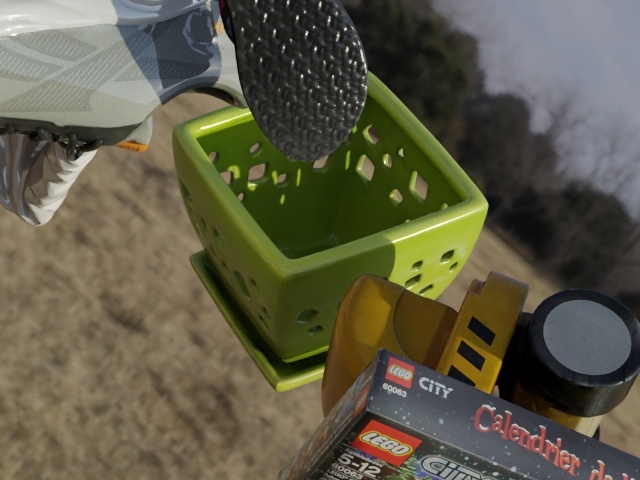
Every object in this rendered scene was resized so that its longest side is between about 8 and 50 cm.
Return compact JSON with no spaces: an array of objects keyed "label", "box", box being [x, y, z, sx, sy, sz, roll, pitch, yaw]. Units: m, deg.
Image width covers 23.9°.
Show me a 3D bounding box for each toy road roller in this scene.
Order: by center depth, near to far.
[{"label":"toy road roller","box":[0.095,0.172,1.204,0.240,0.329,0.202,21,-35,9]}]

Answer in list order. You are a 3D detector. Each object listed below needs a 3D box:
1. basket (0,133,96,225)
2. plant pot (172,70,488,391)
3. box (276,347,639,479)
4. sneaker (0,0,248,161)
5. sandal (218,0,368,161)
[{"label":"basket","box":[-0.240,-0.229,1.080,0.328,0.266,0.331,37,-20,-8]},{"label":"plant pot","box":[0.000,0.000,1.458,0.227,0.228,0.207,52,-29,37]},{"label":"box","box":[0.103,0.161,0.875,0.233,0.159,0.044,23,50,-9]},{"label":"sneaker","box":[-0.155,-0.087,0.824,0.100,0.271,0.108,-165,-121,-71]},{"label":"sandal","box":[-0.026,-0.127,0.782,0.040,0.067,0.179,-114,-179,-71]}]
